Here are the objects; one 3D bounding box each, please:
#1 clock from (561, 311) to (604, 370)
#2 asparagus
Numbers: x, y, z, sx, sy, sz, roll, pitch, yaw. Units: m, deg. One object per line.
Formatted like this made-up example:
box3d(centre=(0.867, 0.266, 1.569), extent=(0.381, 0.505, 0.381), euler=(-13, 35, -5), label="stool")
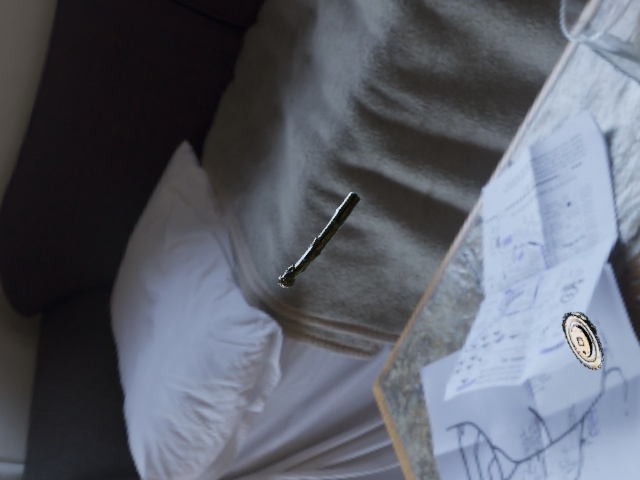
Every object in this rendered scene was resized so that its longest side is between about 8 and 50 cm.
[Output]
box3d(centre=(0.343, 0.131, 1.040), extent=(0.083, 0.010, 0.074), euler=(70, 162, -1), label="clock")
box3d(centre=(0.000, 0.000, 0.790), extent=(0.127, 0.018, 0.015), euler=(-51, -13, -24), label="asparagus")
